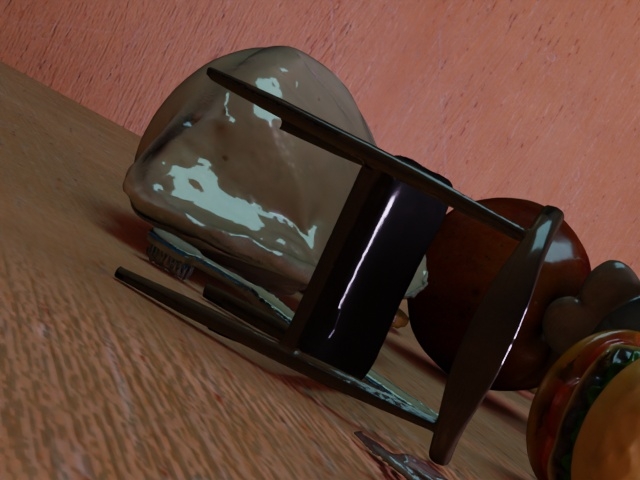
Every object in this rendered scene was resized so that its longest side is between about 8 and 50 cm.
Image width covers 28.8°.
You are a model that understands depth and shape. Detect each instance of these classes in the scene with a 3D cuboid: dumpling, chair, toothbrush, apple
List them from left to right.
[{"bbox_3d":[-0.021,0.070,1.002,0.294,0.028,0.026,29,24,13],"label":"toothbrush"},{"bbox_3d":[-0.025,-0.048,1.226,0.315,0.233,0.395,32,17,9],"label":"dumpling"},{"bbox_3d":[0.029,0.019,0.884,0.272,0.188,0.166,26,2,21],"label":"chair"},{"bbox_3d":[0.211,0.067,1.441,0.234,0.234,0.234,29,2,-1],"label":"apple"}]

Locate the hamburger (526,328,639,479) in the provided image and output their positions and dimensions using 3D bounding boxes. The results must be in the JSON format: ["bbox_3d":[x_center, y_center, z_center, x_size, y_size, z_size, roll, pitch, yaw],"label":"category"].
[{"bbox_3d":[0.237,0.146,0.950,0.162,0.162,0.115,27,2,-33],"label":"hamburger"}]

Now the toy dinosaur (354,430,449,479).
[{"bbox_3d":[0.093,0.148,0.681,0.108,0.032,0.220,22,-3,-41],"label":"toy dinosaur"}]

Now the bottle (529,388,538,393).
[{"bbox_3d":[0.360,0.162,1.896,0.171,0.171,0.351,31,5,34],"label":"bottle"}]

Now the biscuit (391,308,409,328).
[{"bbox_3d":[0.032,0.068,1.655,0.188,0.027,0.188,28,3,-1],"label":"biscuit"}]

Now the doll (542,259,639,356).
[{"bbox_3d":[0.434,0.193,1.246,0.379,0.252,0.382,27,10,-34],"label":"doll"}]
